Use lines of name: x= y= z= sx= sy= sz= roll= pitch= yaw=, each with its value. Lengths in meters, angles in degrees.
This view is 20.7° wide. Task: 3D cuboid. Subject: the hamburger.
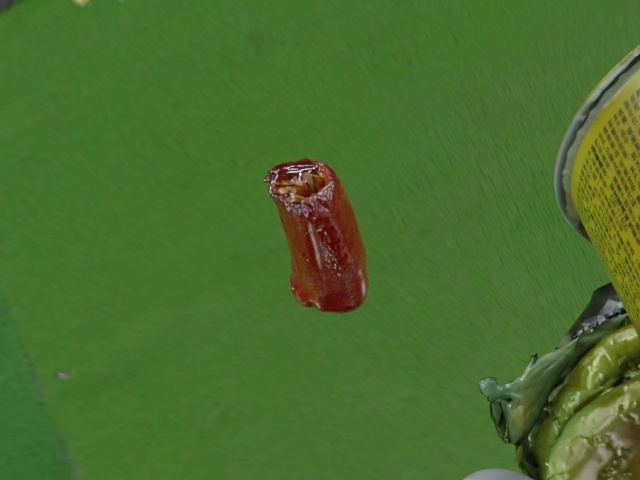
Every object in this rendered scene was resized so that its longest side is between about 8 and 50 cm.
hamburger: x=0.219 y=0.133 z=1.224 sx=0.214 sy=0.235 sz=0.125 roll=-55 pitch=35 yaw=13

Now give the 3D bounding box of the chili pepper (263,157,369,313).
chili pepper: x=0.000 y=0.000 z=1.373 sx=0.073 sy=0.123 sz=0.070 roll=13 pitch=44 yaw=33

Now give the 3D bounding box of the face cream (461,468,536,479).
face cream: x=0.165 y=0.193 z=0.647 sx=0.291 sy=0.144 sz=0.071 roll=28 pitch=122 yaw=-7

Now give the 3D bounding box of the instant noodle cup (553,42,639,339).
instant noodle cup: x=0.317 y=0.025 z=0.981 sx=0.325 sy=0.325 sz=0.254 roll=-18 pitch=57 yaw=8
